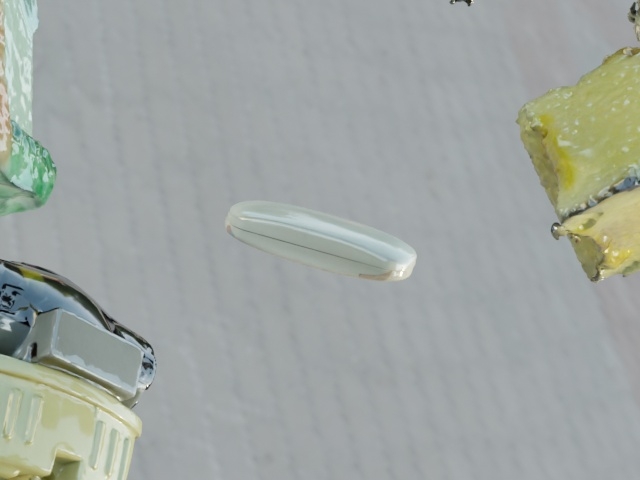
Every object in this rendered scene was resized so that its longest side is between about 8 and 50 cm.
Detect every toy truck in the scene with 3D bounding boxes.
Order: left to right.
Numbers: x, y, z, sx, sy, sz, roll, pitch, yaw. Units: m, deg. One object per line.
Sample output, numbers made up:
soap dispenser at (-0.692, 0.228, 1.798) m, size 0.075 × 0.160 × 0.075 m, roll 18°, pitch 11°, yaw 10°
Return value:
toy truck at (-0.318, 0.174, 1.582) m, size 0.180 × 0.405 × 0.254 m, roll 34°, pitch 51°, yaw -37°

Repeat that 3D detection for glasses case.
glasses case at (0.000, 0.000, 2.045) m, size 0.204 × 0.051 × 0.081 m, roll 16°, pitch 18°, yaw 11°

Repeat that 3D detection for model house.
model house at (-0.358, -0.203, 1.701) m, size 0.267 × 0.194 × 0.325 m, roll 43°, pitch 45°, yaw -64°

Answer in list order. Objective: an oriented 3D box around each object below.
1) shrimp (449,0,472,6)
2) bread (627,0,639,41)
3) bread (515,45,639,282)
shrimp at (0.125, -0.253, 1.480) m, size 0.034 × 0.161 × 0.091 m, roll -14°, pitch 50°, yaw -35°
bread at (0.386, -0.253, 1.709) m, size 0.239 × 0.246 × 0.111 m, roll 67°, pitch 15°, yaw -55°
bread at (0.234, -0.034, 1.459) m, size 0.169 × 0.140 × 0.160 m, roll 62°, pitch 5°, yaw -18°
